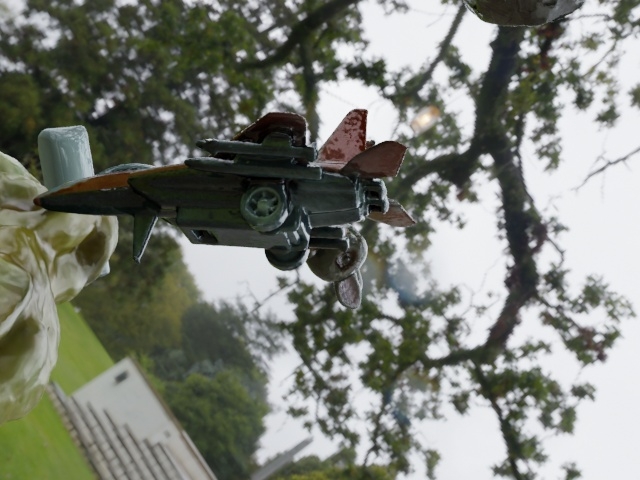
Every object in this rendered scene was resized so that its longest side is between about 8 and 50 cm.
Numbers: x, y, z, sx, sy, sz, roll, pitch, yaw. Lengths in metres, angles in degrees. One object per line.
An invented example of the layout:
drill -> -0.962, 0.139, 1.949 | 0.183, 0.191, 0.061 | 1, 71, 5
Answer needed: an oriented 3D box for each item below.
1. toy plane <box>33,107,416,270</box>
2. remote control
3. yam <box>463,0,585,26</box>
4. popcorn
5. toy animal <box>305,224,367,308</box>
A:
toy plane -> -0.087, -0.032, 0.674 | 0.223, 0.327, 0.104 | 69, 14, -65
remote control -> -0.458, -0.067, 1.520 | 0.051, 0.103, 0.293 | 1, -78, 39
yam -> 0.312, -0.526, 1.305 | 0.241, 0.241, 0.348 | 43, -6, 39
popcorn -> -0.357, 0.060, 0.707 | 0.293, 0.292, 0.334 | -53, -157, 39
toy animal -> 0.002, -0.003, 1.167 | 0.251, 0.127, 0.125 | 42, -23, -27
